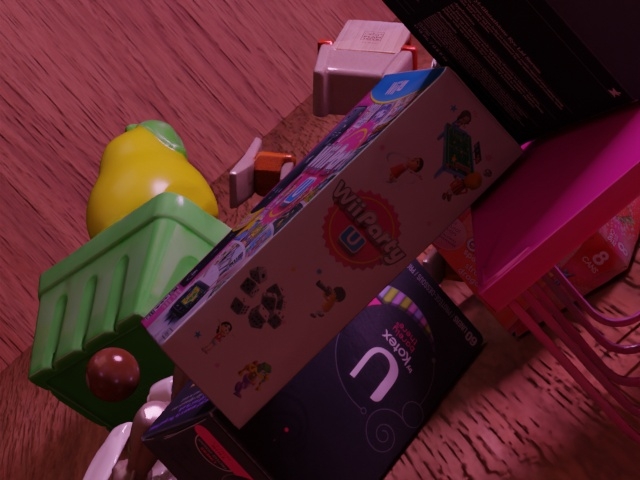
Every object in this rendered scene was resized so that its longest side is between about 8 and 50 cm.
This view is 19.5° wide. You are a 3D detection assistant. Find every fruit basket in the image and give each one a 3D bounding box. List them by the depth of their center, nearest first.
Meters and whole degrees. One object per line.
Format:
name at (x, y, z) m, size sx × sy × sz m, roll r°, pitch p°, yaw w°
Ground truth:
fruit basket at (-0.209, 0.035, 2.481) m, size 0.392 × 0.283 × 0.392 m, roll -44°, pitch 23°, yaw 24°

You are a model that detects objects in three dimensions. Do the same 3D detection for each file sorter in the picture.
file sorter at (0.243, -0.004, 1.341) m, size 0.202 × 0.182 × 0.290 m, roll -40°, pitch 10°, yaw 13°

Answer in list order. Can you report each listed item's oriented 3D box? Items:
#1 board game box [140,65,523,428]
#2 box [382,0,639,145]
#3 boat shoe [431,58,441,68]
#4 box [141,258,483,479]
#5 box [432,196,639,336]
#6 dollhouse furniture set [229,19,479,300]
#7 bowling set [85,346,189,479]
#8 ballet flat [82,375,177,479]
board game box at (0.000, 0.000, 1.492) m, size 0.303 × 0.097 × 0.224 m, roll -44°, pitch 9°, yaw -5°
box at (0.128, -0.208, 1.356) m, size 0.103 × 0.261 × 0.184 m, roll -46°, pitch 11°, yaw -19°
boat shoe at (0.204, -0.254, 2.741) m, size 0.219 × 0.070 × 0.078 m, roll -29°, pitch 17°, yaw 49°
box at (-0.004, 0.135, 1.705) m, size 0.270 × 0.165 × 0.143 m, roll -50°, pitch 14°, yaw -32°
box at (0.218, -0.065, 1.753) m, size 0.142 × 0.154 × 0.300 m, roll -34°, pitch 12°, yaw 32°
dollhouse furniture set at (0.050, -0.078, 1.886) m, size 0.262 × 0.259 × 0.135 m, roll 6°, pitch 29°, yaw 12°
bowling set at (-0.143, 0.190, 1.847) m, size 0.287 × 0.200 × 0.154 m, roll -47°, pitch -16°, yaw -46°
ballet flat at (-0.151, 0.223, 1.969) m, size 0.147 × 0.147 × 0.409 m, roll -31°, pitch 15°, yaw 44°
